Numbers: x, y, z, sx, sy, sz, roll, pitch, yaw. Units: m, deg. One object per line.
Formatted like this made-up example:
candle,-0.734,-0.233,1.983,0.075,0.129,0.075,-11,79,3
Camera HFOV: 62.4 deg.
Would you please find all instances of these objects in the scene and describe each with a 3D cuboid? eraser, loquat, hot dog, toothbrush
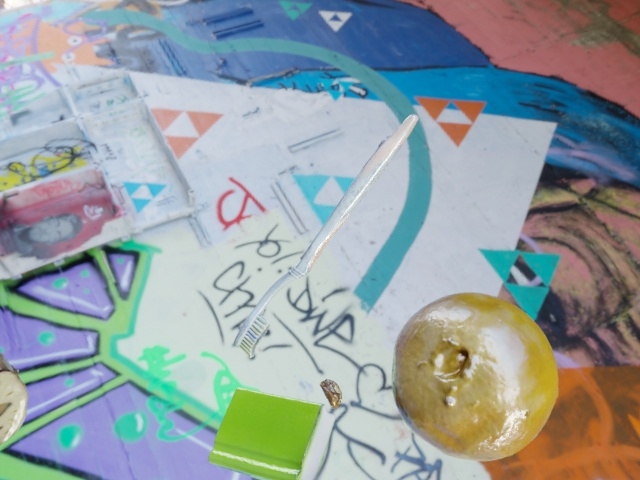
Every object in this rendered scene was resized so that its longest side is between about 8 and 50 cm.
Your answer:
eraser,-0.125,0.504,1.353,0.274,0.210,0.092,5,-34,27
loquat,0.294,0.259,1.028,0.328,0.329,0.328,53,-23,35
hot dog,0.032,0.424,1.469,0.035,0.058,0.083,-32,-96,27
toothbrush,0.000,0.000,0.653,0.037,0.375,0.028,40,16,16

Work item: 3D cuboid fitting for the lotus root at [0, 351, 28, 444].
lotus root,-0.710,0.276,0.944,0.250,0.316,0.316,43,-27,21

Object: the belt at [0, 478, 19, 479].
belt,-0.651,0.562,1.064,0.128,0.122,0.218,57,-6,27
